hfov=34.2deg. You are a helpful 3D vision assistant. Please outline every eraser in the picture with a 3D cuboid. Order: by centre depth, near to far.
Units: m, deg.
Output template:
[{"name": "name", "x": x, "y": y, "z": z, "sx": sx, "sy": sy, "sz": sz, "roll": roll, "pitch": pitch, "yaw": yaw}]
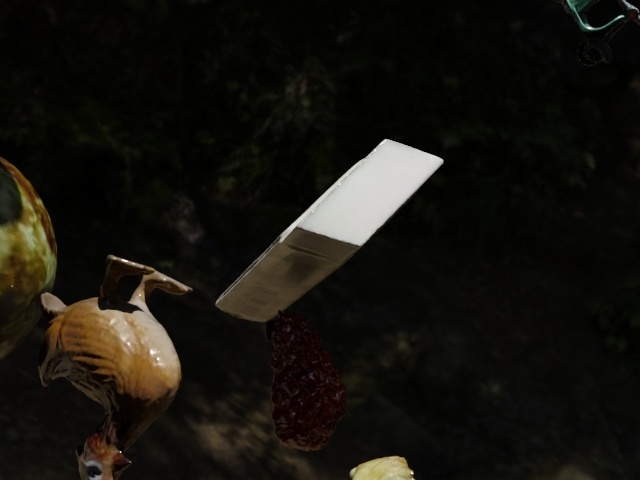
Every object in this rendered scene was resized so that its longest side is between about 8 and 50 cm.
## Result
[{"name": "eraser", "x": -0.001, "y": 0.000, "z": 1.402, "sx": 0.082, "sy": 0.213, "sz": 0.397, "roll": 46, "pitch": -25, "yaw": -1}]

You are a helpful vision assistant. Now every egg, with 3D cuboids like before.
[{"name": "egg", "x": -0.385, "y": 0.024, "z": 1.048, "sx": 0.238, "sy": 0.238, "sz": 0.289, "roll": 36, "pitch": -21, "yaw": 13}]

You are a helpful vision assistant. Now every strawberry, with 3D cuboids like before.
[{"name": "strawberry", "x": -0.018, "y": 0.186, "z": 1.371, "sx": 0.082, "sy": 0.188, "sz": 0.121, "roll": -5, "pitch": 6, "yaw": 20}]

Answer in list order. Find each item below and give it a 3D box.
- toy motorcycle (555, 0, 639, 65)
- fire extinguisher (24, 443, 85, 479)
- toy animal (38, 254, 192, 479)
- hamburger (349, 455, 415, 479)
[{"name": "toy motorcycle", "x": 0.372, "y": -0.326, "z": 1.424, "sx": 0.173, "sy": 0.100, "sz": 0.058, "roll": 65, "pitch": 23, "yaw": 4}, {"name": "fire extinguisher", "x": -0.231, "y": 0.240, "z": 0.767, "sx": 0.106, "sy": 0.075, "sz": 0.252, "roll": 32, "pitch": 44, "yaw": 13}, {"name": "toy animal", "x": -0.182, "y": 0.102, "z": 0.844, "sx": 0.188, "sy": 0.179, "sz": 0.089, "roll": 12, "pitch": -9, "yaw": 43}, {"name": "hamburger", "x": 0.064, "y": 0.319, "z": 0.683, "sx": 0.318, "sy": 0.195, "sz": 0.277, "roll": 58, "pitch": -6, "yaw": 31}]
